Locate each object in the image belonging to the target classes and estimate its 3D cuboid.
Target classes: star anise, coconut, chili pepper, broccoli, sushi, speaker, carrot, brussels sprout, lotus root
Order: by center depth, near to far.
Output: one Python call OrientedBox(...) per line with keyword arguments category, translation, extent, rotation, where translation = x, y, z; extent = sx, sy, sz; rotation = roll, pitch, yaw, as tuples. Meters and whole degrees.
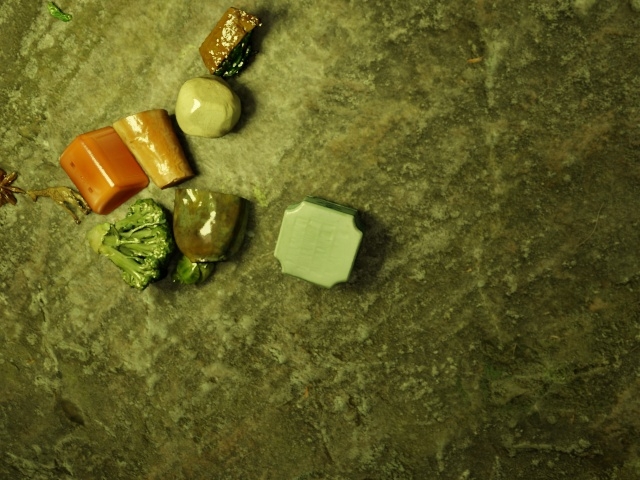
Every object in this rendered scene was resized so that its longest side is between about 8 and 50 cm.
OrientedBox(category="sushi", translation=(-0.276, -0.634, 1.330), extent=(0.287, 0.149, 0.140), rotation=(-32, 108, 34))
OrientedBox(category="coconut", translation=(-0.370, -0.433, 1.373), extent=(0.225, 0.224, 0.223), rotation=(2, 104, 8))
OrientedBox(category="carrot", translation=(-0.571, -0.305, 1.437), extent=(0.196, 0.196, 0.254), rotation=(-20, 102, 12))
OrientedBox(category="chili pepper", translation=(-0.914, -0.793, 1.447), extent=(0.091, 0.030, 0.034), rotation=(35, 81, -4))
OrientedBox(category="lotus root", translation=(-0.414, -0.043, 1.467), extent=(0.267, 0.149, 0.259), rotation=(9, 87, 10))
OrientedBox(category="broccoli", translation=(-0.658, 0.007, 1.469), extent=(0.321, 0.284, 0.303), rotation=(40, 101, 30))
OrientedBox(category="brussels sprout", translation=(-0.481, 0.090, 1.571), extent=(0.181, 0.100, 0.139), rotation=(-45, 78, 21))
OrientedBox(category="speaker", translation=(-0.646, 0.115, 1.608), extent=(0.060, 0.075, 0.094), rotation=(-33, 90, 20))
OrientedBox(category="star anise", translation=(-1.243, -0.209, 1.624), extent=(0.168, 0.057, 0.167), rotation=(2, 105, 9))

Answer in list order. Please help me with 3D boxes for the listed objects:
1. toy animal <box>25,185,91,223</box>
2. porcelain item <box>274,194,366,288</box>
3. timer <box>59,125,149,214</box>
OrientedBox(category="toy animal", translation=(-1.009, -0.161, 1.595), extent=(0.276, 0.054, 0.149), rotation=(24, 132, 0))
OrientedBox(category="porcelain item", translation=(0.000, 0.000, 1.442), extent=(0.282, 0.157, 0.285), rotation=(17, 106, 6))
OrientedBox(category="timer", translation=(-0.822, -0.245, 1.532), extent=(0.250, 0.161, 0.257), rotation=(-28, 99, 29))
